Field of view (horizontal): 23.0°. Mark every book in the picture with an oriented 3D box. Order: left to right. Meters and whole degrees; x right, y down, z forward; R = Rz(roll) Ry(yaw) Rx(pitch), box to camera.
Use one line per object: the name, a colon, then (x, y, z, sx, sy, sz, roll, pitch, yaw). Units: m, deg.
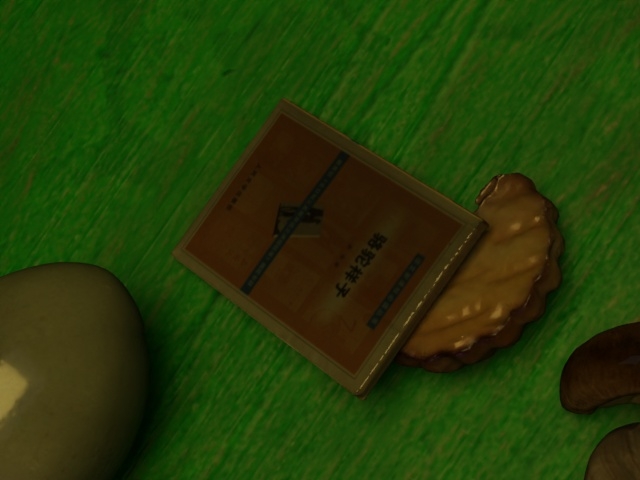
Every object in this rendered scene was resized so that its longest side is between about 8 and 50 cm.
book: (0.000, 0.000, 1.280, 0.241, 0.018, 0.170, 34, 87, 37)

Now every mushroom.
mushroom: (0.276, 0.096, 1.164, 0.209, 0.094, 0.072, 1, 79, 22)

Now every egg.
egg: (-0.238, 0.131, 1.262, 0.186, 0.186, 0.253, 30, 89, 22)

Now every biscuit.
biscuit: (0.123, 0.043, 1.236, 0.183, 0.061, 0.118, -40, 51, 5)

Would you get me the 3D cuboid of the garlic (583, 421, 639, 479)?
garlic: (0.290, 0.202, 1.070, 0.227, 0.152, 0.228, 4, 112, 10)
